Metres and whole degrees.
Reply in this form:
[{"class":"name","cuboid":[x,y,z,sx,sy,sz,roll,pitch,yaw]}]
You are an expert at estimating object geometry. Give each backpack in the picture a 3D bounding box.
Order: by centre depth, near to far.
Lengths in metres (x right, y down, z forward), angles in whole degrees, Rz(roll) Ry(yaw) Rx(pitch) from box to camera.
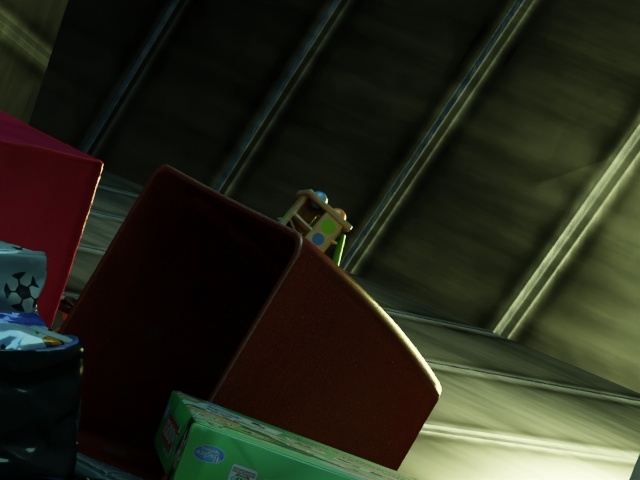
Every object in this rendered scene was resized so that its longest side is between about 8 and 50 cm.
[{"class":"backpack","cuboid":[-0.304,0.090,1.066,0.277,0.213,0.263,13,-15,-27]}]

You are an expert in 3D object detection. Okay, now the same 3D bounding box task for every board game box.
[{"class":"board game box","cuboid":[0.047,0.184,1.085,0.317,0.046,0.213,21,-3,-8]}]

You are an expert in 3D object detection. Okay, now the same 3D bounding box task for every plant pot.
[{"class":"plant pot","cuboid":[-0.062,0.129,1.367,0.236,0.267,0.267,33,-3,-34]}]

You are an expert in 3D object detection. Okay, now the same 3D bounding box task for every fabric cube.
[{"class":"fabric cube","cuboid":[-0.411,-0.019,1.545,0.259,0.254,0.258,15,9,-41]}]

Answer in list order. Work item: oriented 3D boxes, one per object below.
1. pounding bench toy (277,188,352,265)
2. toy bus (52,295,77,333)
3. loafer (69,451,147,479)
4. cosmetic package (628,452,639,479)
[{"class":"pounding bench toy","cuboid":[0.000,0.000,1.455,0.083,0.065,0.052,42,-9,-10]},{"class":"toy bus","cuboid":[-0.224,0.104,1.714,0.202,0.104,0.191,14,7,-45]},{"class":"loafer","cuboid":[-0.102,0.223,1.084,0.303,0.095,0.109,18,-10,31]},{"class":"cosmetic package","cuboid":[0.453,0.152,1.024,0.394,0.327,0.329,18,16,-3]}]
